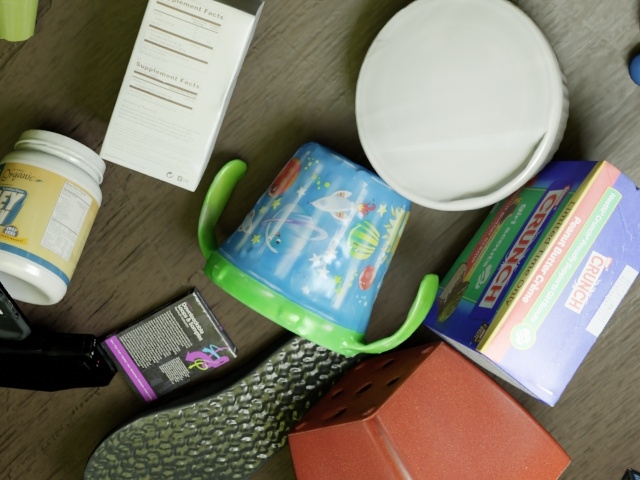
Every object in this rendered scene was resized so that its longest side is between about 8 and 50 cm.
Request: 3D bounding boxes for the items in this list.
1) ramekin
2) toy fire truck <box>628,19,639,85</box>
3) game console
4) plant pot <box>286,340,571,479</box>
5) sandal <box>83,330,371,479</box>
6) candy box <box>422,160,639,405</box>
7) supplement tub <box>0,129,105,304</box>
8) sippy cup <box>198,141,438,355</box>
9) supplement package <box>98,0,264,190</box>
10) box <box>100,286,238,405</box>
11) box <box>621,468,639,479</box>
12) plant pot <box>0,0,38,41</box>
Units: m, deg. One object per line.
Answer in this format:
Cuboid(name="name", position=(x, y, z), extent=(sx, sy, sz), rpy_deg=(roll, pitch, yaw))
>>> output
Cuboid(name="ramekin", position=(0.188, -0.172, 1.759), extent=(0.273, 0.127, 0.273), rpy_deg=(0, 90, 26))
Cuboid(name="toy fire truck", position=(0.522, -0.259, 1.748), extent=(0.254, 0.169, 0.302), rpy_deg=(14, 111, 25))
Cuboid(name="game console", position=(-0.419, 0.114, 1.873), extent=(0.213, 0.044, 0.361), rpy_deg=(1, 150, 11))
Cuboid(name="plant pot", position=(0.118, 0.286, 1.844), extent=(0.267, 0.267, 0.236), rpy_deg=(-20, 106, 49))
Cuboid(name="sandal", position=(-0.128, 0.257, 2.001), extent=(0.445, 0.107, 0.167), rpy_deg=(-29, 104, 0))
Cuboid(name="candy box", position=(0.269, 0.040, 1.734), extent=(0.122, 0.317, 0.268), rpy_deg=(35, 88, -11))
Cuboid(name="supplement tub", position=(-0.375, -0.030, 1.845), extent=(0.144, 0.144, 0.200), rpy_deg=(19, 70, -2))
Cuboid(name="sippy cup", position=(0.000, 0.000, 1.830), extent=(0.305, 0.240, 0.224), rpy_deg=(29, 93, -12))
Cuboid(name="supplement package", position=(-0.178, -0.212, 1.810), extent=(0.134, 0.139, 0.244), rpy_deg=(20, 108, -4))
Cuboid(name="box", position=(-0.215, 0.152, 1.998), extent=(0.162, 0.029, 0.116), rpy_deg=(-28, 106, 14))
Cuboid(name="box", position=(0.493, 0.417, 1.956), extent=(0.147, 0.180, 0.077), rpy_deg=(22, 109, -3))
Cuboid(name="plant pot", position=(-0.403, -0.307, 1.832), extent=(0.083, 0.083, 0.079), rpy_deg=(7, 123, 2))
